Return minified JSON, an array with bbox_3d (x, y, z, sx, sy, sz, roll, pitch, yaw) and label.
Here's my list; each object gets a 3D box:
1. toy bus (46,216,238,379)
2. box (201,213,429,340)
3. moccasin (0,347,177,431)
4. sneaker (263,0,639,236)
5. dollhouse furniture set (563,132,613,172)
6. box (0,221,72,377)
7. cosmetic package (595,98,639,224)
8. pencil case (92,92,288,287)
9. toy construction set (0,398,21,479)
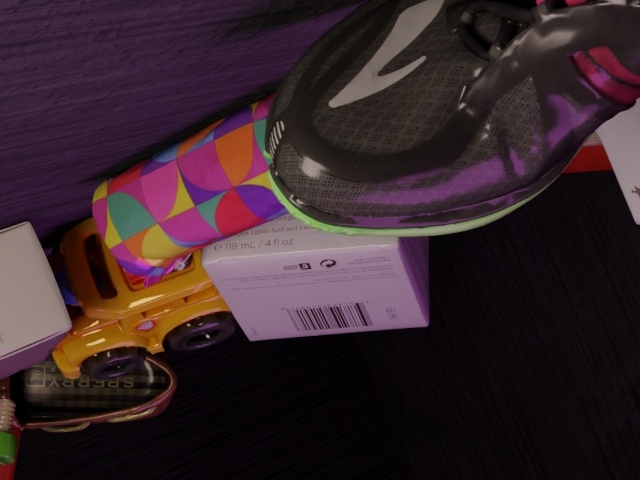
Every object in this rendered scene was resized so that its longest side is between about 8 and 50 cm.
[{"bbox_3d":[-0.188,0.031,1.704,0.220,0.149,0.211,-20,163,1],"label":"toy bus"},{"bbox_3d":[0.000,0.000,1.598,0.181,0.119,0.182,-6,152,11],"label":"box"},{"bbox_3d":[-0.348,0.158,1.911,0.380,0.139,0.147,7,174,-11],"label":"moccasin"},{"bbox_3d":[0.174,-0.159,1.069,0.483,0.185,0.202,-26,158,6],"label":"sneaker"},{"bbox_3d":[0.254,-0.111,1.638,0.262,0.135,0.259,-5,162,5],"label":"dollhouse furniture set"},{"bbox_3d":[-0.309,0.068,1.643,0.094,0.113,0.275,-22,178,-17],"label":"box"},{"bbox_3d":[0.394,-0.180,1.429,0.385,0.217,0.156,-23,177,-32],"label":"cosmetic package"},{"bbox_3d":[-0.080,-0.047,1.437,0.236,0.104,0.104,-26,175,34],"label":"pencil case"},{"bbox_3d":[-0.437,0.245,1.621,0.309,0.237,0.257,18,151,-24],"label":"toy construction set"}]
